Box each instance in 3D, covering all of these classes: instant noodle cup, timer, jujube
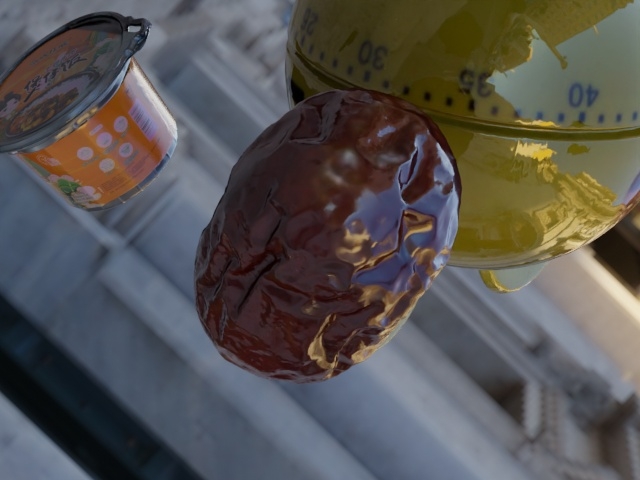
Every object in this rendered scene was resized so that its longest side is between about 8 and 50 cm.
[{"bbox_3d":[-0.212,-0.108,1.660,0.208,0.125,0.177,-17,-141,30],"label":"instant noodle cup"},{"bbox_3d":[0.127,-0.105,1.518,0.376,0.376,0.387,-49,152,-62],"label":"timer"},{"bbox_3d":[0.000,0.000,1.290,0.174,0.174,0.250,-48,179,-37],"label":"jujube"}]
